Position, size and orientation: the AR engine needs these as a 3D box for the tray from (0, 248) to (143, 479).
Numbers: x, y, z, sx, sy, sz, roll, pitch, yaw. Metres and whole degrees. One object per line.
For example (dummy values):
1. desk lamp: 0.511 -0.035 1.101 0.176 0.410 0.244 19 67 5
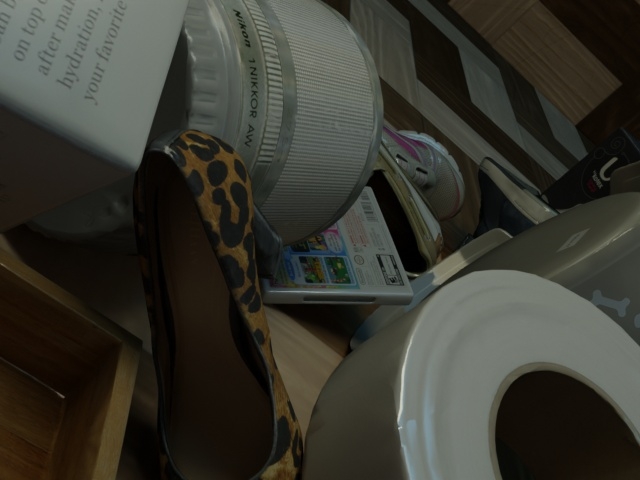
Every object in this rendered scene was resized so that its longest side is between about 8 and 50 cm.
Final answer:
1. tray: -0.278 0.021 0.452 0.411 0.076 0.203 38 24 -22

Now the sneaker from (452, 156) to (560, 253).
1. sneaker: 0.200 -0.005 1.227 0.086 0.163 0.226 31 14 -14

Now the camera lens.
1. camera lens: -0.095 -0.100 0.773 0.219 0.219 0.274 54 24 17

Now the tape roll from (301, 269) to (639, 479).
1. tape roll: 0.132 0.164 0.635 0.286 0.100 0.286 22 48 -27

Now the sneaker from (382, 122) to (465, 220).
1. sneaker: 0.071 -0.088 1.212 0.252 0.103 0.111 30 32 -21

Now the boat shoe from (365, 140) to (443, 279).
1. boat shoe: 0.023 -0.076 1.076 0.302 0.113 0.103 40 18 -18

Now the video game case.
1. video game case: 0.000 0.000 0.952 0.143 0.019 0.157 2 42 -19

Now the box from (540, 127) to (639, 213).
1. box: 0.340 0.023 1.259 0.143 0.270 0.165 26 31 -40

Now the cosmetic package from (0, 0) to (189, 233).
1. cosmetic package: -0.271 -0.204 0.419 0.453 0.161 0.230 30 60 -34

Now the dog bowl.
1. dog bowl: 0.200 0.050 0.912 0.102 0.348 0.349 59 22 -5

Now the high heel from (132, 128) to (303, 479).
1. high heel: -0.073 0.075 0.572 0.186 0.093 0.261 57 33 -65
